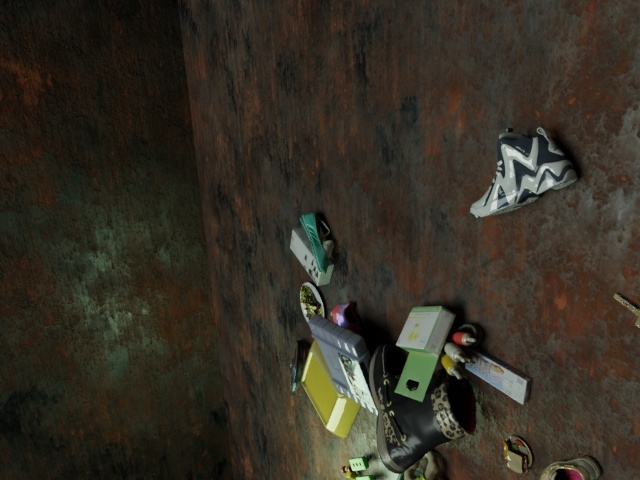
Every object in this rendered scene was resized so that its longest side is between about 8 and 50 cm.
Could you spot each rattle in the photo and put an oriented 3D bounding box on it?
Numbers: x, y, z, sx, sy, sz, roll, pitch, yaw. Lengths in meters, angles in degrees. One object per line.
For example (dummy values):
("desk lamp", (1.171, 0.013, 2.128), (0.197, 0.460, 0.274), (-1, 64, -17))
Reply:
("rattle", (0.325, 0.701, 1.522), (0.200, 0.143, 0.130), (173, 119, -76))

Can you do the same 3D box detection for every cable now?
("cable", (0.319, 0.260, 1.302), (0.139, 0.072, 0.287), (-64, 20, -5))

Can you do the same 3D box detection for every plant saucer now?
("plant saucer", (0.024, 0.577, 1.969), (0.332, 0.081, 0.332), (54, 143, 38))

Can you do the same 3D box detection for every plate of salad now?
("plate of salad", (-0.043, 0.269, 2.008), (0.200, 0.048, 0.199), (29, 124, 54))

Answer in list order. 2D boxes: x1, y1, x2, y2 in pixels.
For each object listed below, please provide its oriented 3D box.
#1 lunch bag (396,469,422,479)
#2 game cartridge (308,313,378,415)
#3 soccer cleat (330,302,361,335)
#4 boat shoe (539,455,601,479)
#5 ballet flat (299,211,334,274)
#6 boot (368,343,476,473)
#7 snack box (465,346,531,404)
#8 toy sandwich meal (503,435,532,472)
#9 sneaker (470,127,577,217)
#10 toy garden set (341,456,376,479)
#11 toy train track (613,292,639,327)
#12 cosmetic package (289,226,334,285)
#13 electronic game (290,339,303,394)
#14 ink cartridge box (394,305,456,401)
("lunch bag", (0.284, 0.866, 1.530), (0.262, 0.160, 0.223), (-116, 26, -46))
("game cartridge", (0.095, 0.420, 1.642), (0.230, 0.068, 0.355), (23, 142, 49))
("soccer cleat", (0.112, 0.337, 1.727), (0.095, 0.083, 0.248), (-31, 73, 45))
("boat shoe", (0.520, 0.511, 1.065), (0.063, 0.059, 0.170), (60, 147, 30))
("ballet flat", (0.000, 0.000, 1.786), (0.083, 0.087, 0.247), (52, -164, -66))
("boot", (0.274, 0.418, 1.379), (0.284, 0.138, 0.377), (-43, 29, 37))
("snack box", (0.427, 0.322, 1.202), (0.178, 0.022, 0.064), (28, 123, 55))
("toy sandwich meal", (0.470, 0.513, 1.189), (0.086, 0.029, 0.085), (31, 126, 54))
("sneaker", (0.390, -0.147, 1.022), (0.235, 0.094, 0.153), (-35, 68, 59))
("toy garden set", (0.175, 0.942, 1.868), (0.204, 0.049, 0.244), (-48, 59, 54))
("toy train track", (0.566, 0.123, 0.888), (0.083, 0.014, 0.048), (-126, 29, -47))
("cosmetic package", (-0.038, 0.058, 1.907), (0.239, 0.061, 0.098), (51, 140, 40))
("electronic game", (-0.108, 0.548, 2.141), (0.229, 0.048, 0.229), (-172, 90, -85))
("ink cartridge box", (0.254, 0.289, 1.301), (0.235, 0.056, 0.171), (-62, 9, -15))
